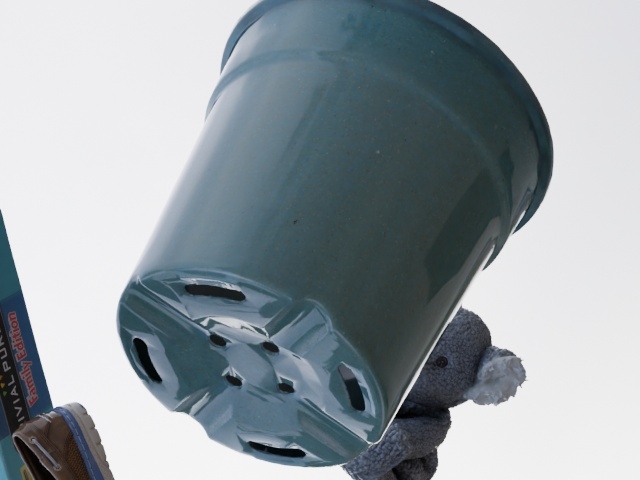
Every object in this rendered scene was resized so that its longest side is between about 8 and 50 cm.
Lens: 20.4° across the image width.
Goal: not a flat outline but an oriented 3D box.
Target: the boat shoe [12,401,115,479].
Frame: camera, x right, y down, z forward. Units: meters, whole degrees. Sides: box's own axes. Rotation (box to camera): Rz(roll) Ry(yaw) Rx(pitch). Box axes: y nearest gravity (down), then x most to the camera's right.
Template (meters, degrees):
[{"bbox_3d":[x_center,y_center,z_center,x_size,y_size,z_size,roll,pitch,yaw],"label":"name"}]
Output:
[{"bbox_3d":[-0.185,0.219,1.377,0.066,0.066,0.183,-17,-109,-31],"label":"boat shoe"}]

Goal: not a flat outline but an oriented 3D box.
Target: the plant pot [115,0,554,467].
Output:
[{"bbox_3d":[0.000,0.000,1.602,0.334,0.341,0.341,-62,-38,-39],"label":"plant pot"}]

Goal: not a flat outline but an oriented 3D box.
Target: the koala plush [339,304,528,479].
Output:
[{"bbox_3d":[0.108,0.158,1.994,0.221,0.196,0.203,-46,-38,6],"label":"koala plush"}]

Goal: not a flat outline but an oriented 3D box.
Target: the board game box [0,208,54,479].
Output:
[{"bbox_3d":[-0.398,0.105,1.583,0.079,0.336,0.254,-34,-64,-51],"label":"board game box"}]
